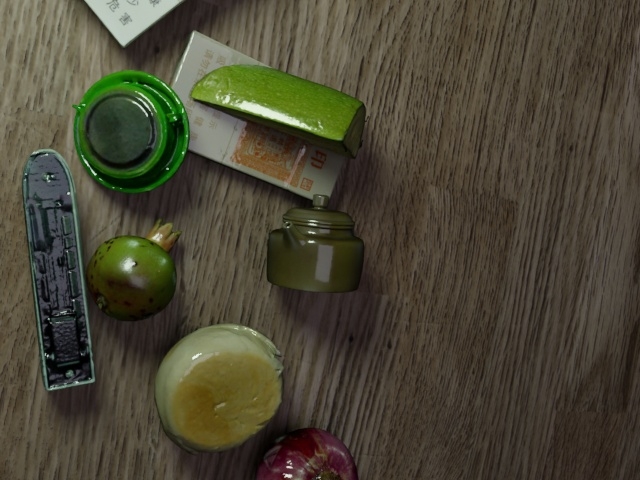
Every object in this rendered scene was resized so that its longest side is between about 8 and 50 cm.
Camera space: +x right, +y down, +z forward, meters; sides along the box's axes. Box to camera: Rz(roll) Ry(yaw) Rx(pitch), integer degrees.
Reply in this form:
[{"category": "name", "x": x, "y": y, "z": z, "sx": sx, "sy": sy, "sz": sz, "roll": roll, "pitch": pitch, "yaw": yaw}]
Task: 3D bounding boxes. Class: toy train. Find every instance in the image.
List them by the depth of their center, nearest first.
[{"category": "toy train", "x": -0.452, "y": 0.047, "z": 1.217, "sx": 0.086, "sy": 0.088, "sz": 0.407, "roll": -7, "pitch": 101, "yaw": -25}]

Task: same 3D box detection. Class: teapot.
[{"category": "teapot", "x": 0.000, "y": 0.000, "z": 1.367, "sx": 0.267, "sy": 0.185, "sz": 0.176, "roll": -5, "pitch": 104, "yaw": -62}]

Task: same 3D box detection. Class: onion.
[{"category": "onion", "x": -0.032, "y": 0.473, "z": 1.438, "sx": 0.207, "sy": 0.200, "sz": 0.201, "roll": -23, "pitch": 108, "yaw": -6}]

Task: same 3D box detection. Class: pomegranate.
[{"category": "pomegranate", "x": -0.320, "y": 0.050, "z": 1.255, "sx": 0.159, "sy": 0.159, "sz": 0.205, "roll": 49, "pitch": 54, "yaw": -23}]

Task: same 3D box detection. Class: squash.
[{"category": "squash", "x": -0.063, "y": -0.251, "z": 1.315, "sx": 0.288, "sy": 0.203, "sz": 0.111, "roll": 18, "pitch": 91, "yaw": 10}]

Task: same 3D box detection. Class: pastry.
[{"category": "pastry", "x": -0.191, "y": 0.280, "z": 1.350, "sx": 0.264, "sy": 0.133, "sz": 0.265, "roll": -5, "pitch": 102, "yaw": -24}]

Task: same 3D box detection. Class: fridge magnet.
[{"category": "fridge magnet", "x": -0.324, "y": -0.184, "z": 1.207, "sx": 0.207, "sy": 0.088, "sz": 0.208, "roll": 1, "pitch": 97, "yaw": 8}]

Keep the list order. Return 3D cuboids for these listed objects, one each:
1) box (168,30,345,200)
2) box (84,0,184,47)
[{"category": "box", "x": -0.113, "y": -0.221, "z": 1.343, "sx": 0.365, "sy": 0.051, "sz": 0.205, "roll": 20, "pitch": 90, "yaw": -26}, {"category": "box", "x": -0.266, "y": -0.504, "z": 1.175, "sx": 0.330, "sy": 0.095, "sz": 0.210, "roll": -39, "pitch": 113, "yaw": -1}]
